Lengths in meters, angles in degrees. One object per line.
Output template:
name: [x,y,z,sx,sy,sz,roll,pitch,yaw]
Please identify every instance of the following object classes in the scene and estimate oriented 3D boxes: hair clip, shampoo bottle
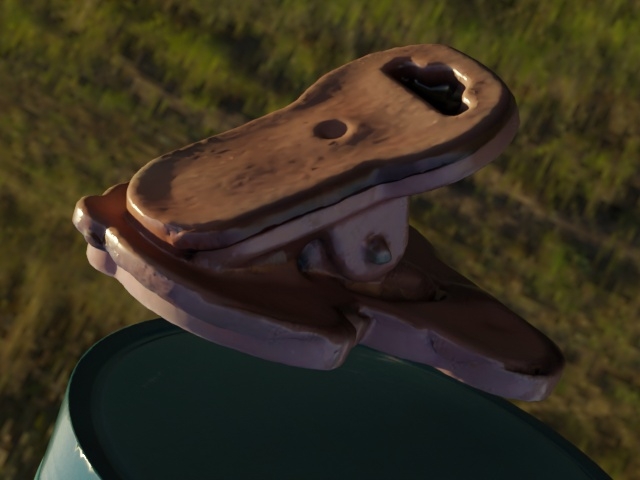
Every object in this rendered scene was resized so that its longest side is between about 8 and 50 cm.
hair clip: [0.001,0.010,0.512,0.123,0.138,0.102,34,143,45]
shampoo bottle: [-0.027,0.265,0.892,0.331,0.342,0.331,18,-160,-7]
